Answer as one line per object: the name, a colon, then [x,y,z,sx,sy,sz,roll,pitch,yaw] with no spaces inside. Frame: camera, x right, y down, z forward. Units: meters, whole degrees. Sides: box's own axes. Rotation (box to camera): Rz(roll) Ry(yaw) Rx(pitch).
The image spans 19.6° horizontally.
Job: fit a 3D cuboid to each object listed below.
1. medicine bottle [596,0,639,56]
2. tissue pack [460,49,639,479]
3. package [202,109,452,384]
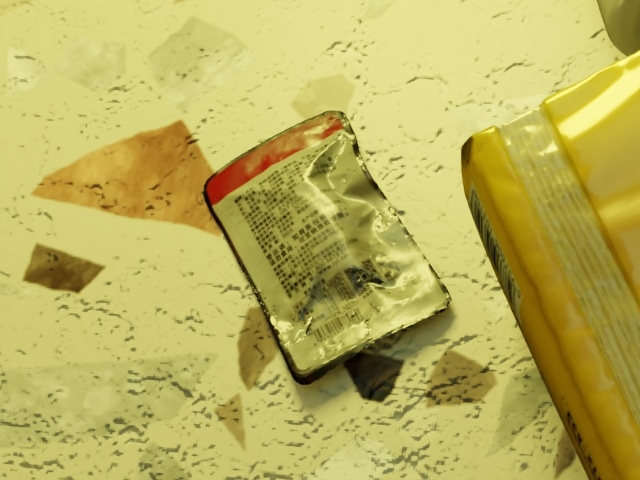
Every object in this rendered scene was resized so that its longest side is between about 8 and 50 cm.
medicine bottle: [0.311,-0.343,1.624,0.208,0.208,0.339,-16,64,7]
tissue pack: [0.283,0.088,1.389,0.228,0.293,0.382,-23,62,3]
package: [0.000,0.000,1.649,0.154,0.030,0.239,-29,63,2]
